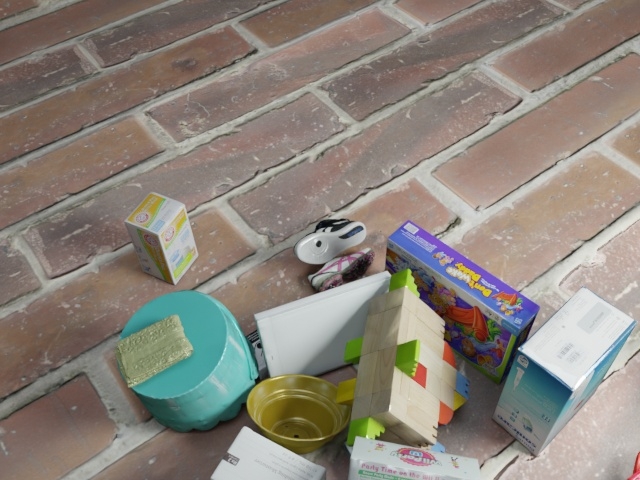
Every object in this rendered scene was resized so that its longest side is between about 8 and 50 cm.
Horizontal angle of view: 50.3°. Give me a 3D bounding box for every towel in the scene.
[{"bbox_3d":[-0.334,0.218,1.360,0.148,0.027,0.110,-29,55,-6],"label":"towel"}]

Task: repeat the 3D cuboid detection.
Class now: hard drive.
[{"bbox_3d":[0.021,0.200,1.505,0.307,0.203,0.040,-17,34,-12],"label":"hard drive"}]

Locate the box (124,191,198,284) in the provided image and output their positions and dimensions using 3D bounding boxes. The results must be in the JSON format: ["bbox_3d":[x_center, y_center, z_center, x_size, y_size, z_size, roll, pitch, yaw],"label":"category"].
[{"bbox_3d":[-0.390,-0.004,1.689,0.103,0.203,0.114,20,54,18],"label":"box"}]

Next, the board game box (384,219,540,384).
[{"bbox_3d":[0.299,0.138,1.528,0.347,0.233,0.078,36,59,28],"label":"board game box"}]

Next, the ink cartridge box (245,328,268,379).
[{"bbox_3d":[-0.082,0.226,1.588,0.207,0.046,0.097,-30,55,-21],"label":"ink cartridge box"}]

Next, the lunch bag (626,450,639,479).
[{"bbox_3d":[0.710,0.483,1.269,0.293,0.120,0.258,-23,49,-18],"label":"lunch bag"}]

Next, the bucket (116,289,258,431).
[{"bbox_3d":[-0.285,0.252,1.454,0.281,0.183,0.281,-5,56,8],"label":"bucket"}]

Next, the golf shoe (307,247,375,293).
[{"bbox_3d":[0.053,0.064,1.706,0.186,0.067,0.086,-32,54,-22],"label":"golf shoe"}]

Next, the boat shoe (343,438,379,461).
[{"bbox_3d":[0.119,0.467,1.365,0.083,0.065,0.183,-20,51,-12],"label":"boat shoe"}]

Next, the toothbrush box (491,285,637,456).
[{"bbox_3d":[0.481,0.268,1.372,0.216,0.295,0.126,-35,58,-26],"label":"toothbrush box"}]

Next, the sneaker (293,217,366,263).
[{"bbox_3d":[0.000,0.000,1.737,0.217,0.079,0.121,-18,19,-33],"label":"sneaker"}]

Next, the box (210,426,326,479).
[{"bbox_3d":[-0.093,0.474,1.290,0.181,0.182,0.119,21,53,19],"label":"box"}]

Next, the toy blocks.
[{"bbox_3d":[0.201,0.290,1.406,0.190,0.261,0.381,-25,37,37],"label":"toy blocks"}]

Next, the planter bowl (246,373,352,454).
[{"bbox_3d":[-0.047,0.376,1.412,0.217,0.090,0.217,5,24,-2],"label":"planter bowl"}]

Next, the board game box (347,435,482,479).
[{"bbox_3d":[0.144,0.518,1.182,0.224,0.303,0.097,9,8,8],"label":"board game box"}]
